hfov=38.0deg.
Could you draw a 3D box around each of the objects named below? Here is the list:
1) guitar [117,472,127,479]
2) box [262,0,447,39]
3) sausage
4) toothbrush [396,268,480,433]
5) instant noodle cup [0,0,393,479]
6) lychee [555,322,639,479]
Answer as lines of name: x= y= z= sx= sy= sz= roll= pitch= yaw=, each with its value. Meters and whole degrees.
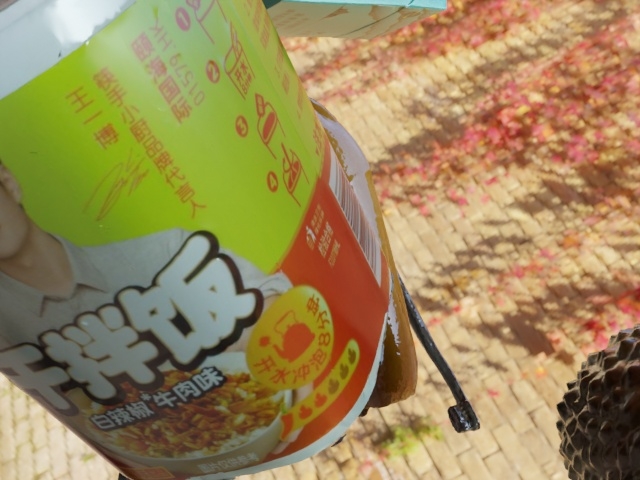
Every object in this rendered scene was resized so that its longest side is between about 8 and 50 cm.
guitar: x=-0.130 y=0.182 z=0.923 sx=0.233 sy=0.025 sz=0.088 roll=-54 pitch=152 yaw=-53
box: x=0.012 y=-0.274 z=1.098 sx=0.161 sy=0.227 sz=0.042 roll=-3 pitch=-87 yaw=58
sausage: x=0.006 y=-0.002 z=0.851 sx=0.112 sy=0.112 sz=0.328 roll=170 pitch=-94 yaw=-88
toothbrush: x=0.131 y=0.118 z=1.223 sx=0.297 sy=0.031 sz=0.030 roll=65 pitch=-26 yaw=26
instant noodle cup: x=-0.111 y=-0.025 z=0.553 sx=0.307 sy=0.294 sz=0.294 roll=57 pitch=0 yaw=-30
lychee: x=0.301 y=0.173 z=0.686 sx=0.270 sy=0.320 sz=0.269 roll=-16 pitch=90 yaw=-70
